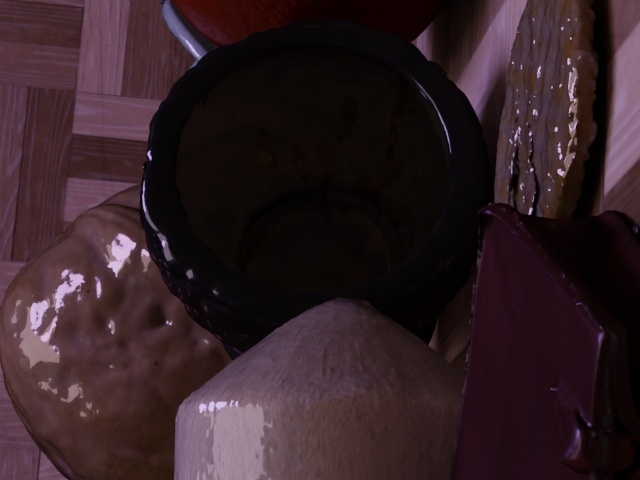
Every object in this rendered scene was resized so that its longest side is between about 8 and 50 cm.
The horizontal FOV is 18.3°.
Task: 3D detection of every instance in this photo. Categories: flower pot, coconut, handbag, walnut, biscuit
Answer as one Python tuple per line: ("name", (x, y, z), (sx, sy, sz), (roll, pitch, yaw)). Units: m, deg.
("flower pot", (0.000, 0.000, 1.573), (0.267, 0.267, 0.266), (83, -172, -64))
("coconut", (0.019, 0.169, 1.319), (0.237, 0.237, 0.265), (132, 137, -78))
("handbag", (0.129, 0.125, 1.064), (0.275, 0.084, 0.260), (-115, 32, -76))
("walnut", (-0.145, 0.112, 2.054), (0.381, 0.381, 0.381), (-175, 90, -83))
("biscuit", (0.145, -0.075, 1.293), (0.220, 0.033, 0.219), (-174, 90, -83))

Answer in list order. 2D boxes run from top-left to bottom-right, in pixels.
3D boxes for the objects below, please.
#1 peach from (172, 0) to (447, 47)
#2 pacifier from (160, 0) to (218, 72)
("peach", (-0.005, -0.292, 1.713), (0.332, 0.308, 0.307), (-162, 77, -66))
("pacifier", (-0.002, -0.187, 1.999), (0.269, 0.288, 0.343), (-48, -4, 15))
